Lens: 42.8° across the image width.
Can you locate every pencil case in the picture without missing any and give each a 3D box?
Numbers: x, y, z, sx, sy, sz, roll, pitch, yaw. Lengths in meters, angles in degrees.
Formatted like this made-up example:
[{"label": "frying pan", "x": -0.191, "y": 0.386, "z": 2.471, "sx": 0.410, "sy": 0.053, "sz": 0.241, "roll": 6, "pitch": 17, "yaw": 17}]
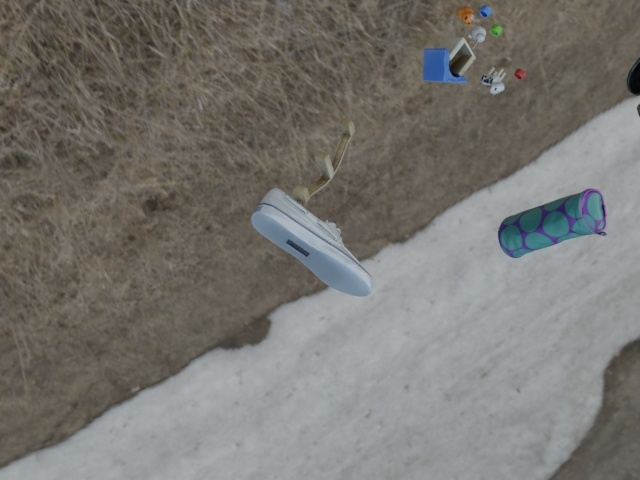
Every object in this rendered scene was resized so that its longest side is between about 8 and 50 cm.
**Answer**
[{"label": "pencil case", "x": 0.322, "y": -0.021, "z": 1.136, "sx": 0.070, "sy": 0.064, "sz": 0.152, "roll": 13, "pitch": 158, "yaw": -36}]

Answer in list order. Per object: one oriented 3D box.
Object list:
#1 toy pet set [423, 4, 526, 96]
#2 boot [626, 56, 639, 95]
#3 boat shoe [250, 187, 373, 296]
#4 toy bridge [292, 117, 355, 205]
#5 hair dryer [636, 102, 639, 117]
[{"label": "toy pet set", "x": 0.186, "y": -0.236, "z": 1.067, "sx": 0.065, "sy": 0.114, "sz": 0.122, "roll": -52, "pitch": 126, "yaw": -15}, {"label": "boot", "x": 0.758, "y": -0.364, "z": 1.822, "sx": 0.223, "sy": 0.118, "sz": 0.338, "roll": -25, "pitch": 146, "yaw": -26}, {"label": "boat shoe", "x": 0.000, "y": 0.000, "z": 1.461, "sx": 0.258, "sy": 0.095, "sz": 0.084, "roll": 39, "pitch": 57, "yaw": -15}, {"label": "toy bridge", "x": 0.008, "y": -0.135, "z": 1.489, "sx": 0.188, "sy": 0.026, "sz": 0.063, "roll": -57, "pitch": 154, "yaw": -23}, {"label": "hair dryer", "x": 0.712, "y": -0.254, "z": 1.532, "sx": 0.080, "sy": 0.223, "sz": 0.293, "roll": -36, "pitch": 158, "yaw": -4}]
